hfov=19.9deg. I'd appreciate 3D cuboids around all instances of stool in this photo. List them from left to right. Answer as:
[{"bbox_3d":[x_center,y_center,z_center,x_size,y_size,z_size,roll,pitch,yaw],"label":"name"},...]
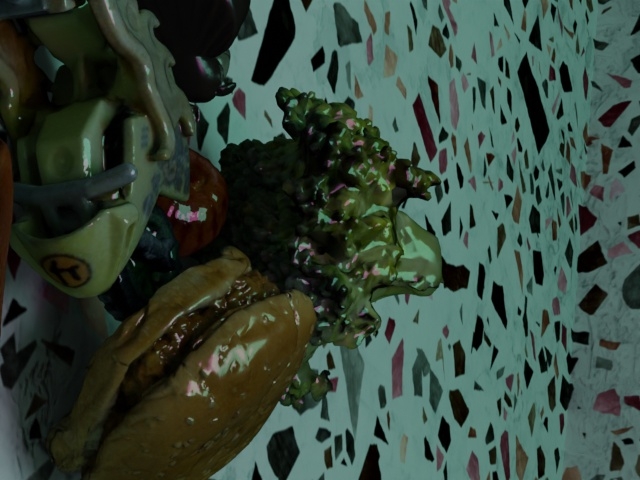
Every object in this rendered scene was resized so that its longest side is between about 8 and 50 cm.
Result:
[{"bbox_3d":[-0.133,-0.246,1.994,0.121,0.125,0.217,-65,153,-51],"label":"stool"}]

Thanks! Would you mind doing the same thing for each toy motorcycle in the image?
[{"bbox_3d":[-0.222,-0.116,1.721,0.237,0.169,0.410,-17,97,-72],"label":"toy motorcycle"}]

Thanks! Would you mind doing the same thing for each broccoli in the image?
[{"bbox_3d":[-0.022,0.001,1.988,0.272,0.334,0.324,-26,84,-32],"label":"broccoli"}]

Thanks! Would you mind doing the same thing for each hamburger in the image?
[{"bbox_3d":[-0.130,0.146,1.758,0.144,0.283,0.259,45,50,7],"label":"hamburger"}]

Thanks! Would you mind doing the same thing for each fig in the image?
[{"bbox_3d":[-0.158,-0.038,1.918,0.150,0.128,0.128,127,-38,-82],"label":"fig"}]

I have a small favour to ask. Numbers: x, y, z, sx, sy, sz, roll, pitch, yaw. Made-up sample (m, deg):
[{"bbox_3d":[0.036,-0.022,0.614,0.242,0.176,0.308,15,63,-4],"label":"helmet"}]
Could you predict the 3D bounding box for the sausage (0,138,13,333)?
[{"bbox_3d":[-0.318,0.060,1.550,0.102,0.102,0.330,25,64,-64],"label":"sausage"}]
